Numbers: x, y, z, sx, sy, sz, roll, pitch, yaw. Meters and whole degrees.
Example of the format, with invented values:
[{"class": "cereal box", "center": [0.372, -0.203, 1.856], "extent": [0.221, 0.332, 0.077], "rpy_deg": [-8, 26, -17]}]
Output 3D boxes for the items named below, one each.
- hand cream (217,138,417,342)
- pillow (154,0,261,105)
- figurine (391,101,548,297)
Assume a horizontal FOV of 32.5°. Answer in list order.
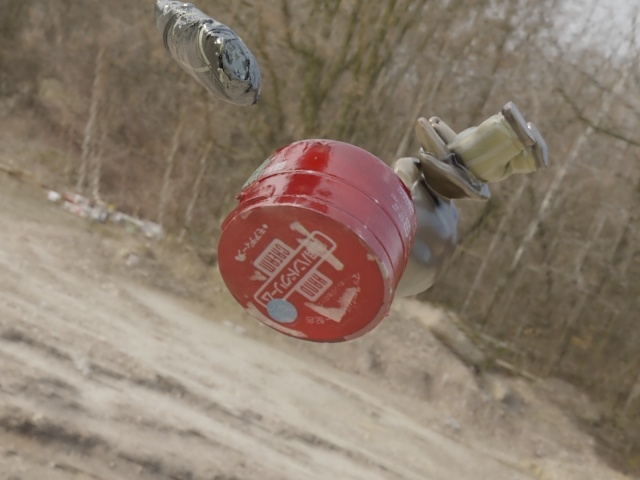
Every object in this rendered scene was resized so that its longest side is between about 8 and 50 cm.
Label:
[{"class": "hand cream", "center": [0.000, 0.000, 1.338], "extent": [0.230, 0.230, 0.149], "rpy_deg": [24, 44, 6]}, {"class": "pillow", "center": [-0.178, -0.300, 1.744], "extent": [0.161, 0.092, 0.335], "rpy_deg": [48, -2, -32]}, {"class": "figurine", "center": [0.148, -0.051, 1.575], "extent": [0.203, 0.381, 0.248], "rpy_deg": [56, 20, 7]}]
